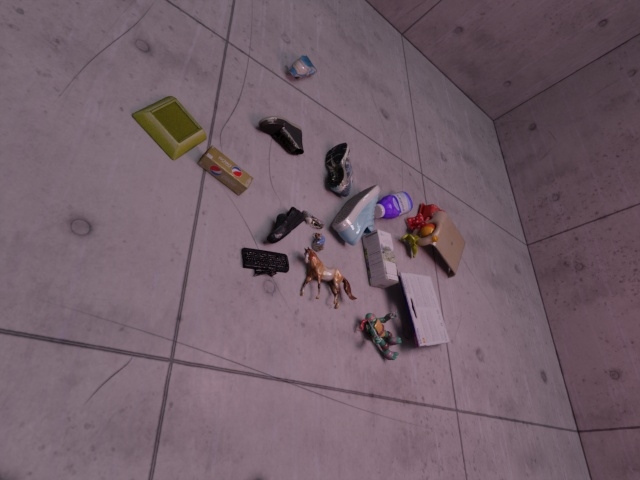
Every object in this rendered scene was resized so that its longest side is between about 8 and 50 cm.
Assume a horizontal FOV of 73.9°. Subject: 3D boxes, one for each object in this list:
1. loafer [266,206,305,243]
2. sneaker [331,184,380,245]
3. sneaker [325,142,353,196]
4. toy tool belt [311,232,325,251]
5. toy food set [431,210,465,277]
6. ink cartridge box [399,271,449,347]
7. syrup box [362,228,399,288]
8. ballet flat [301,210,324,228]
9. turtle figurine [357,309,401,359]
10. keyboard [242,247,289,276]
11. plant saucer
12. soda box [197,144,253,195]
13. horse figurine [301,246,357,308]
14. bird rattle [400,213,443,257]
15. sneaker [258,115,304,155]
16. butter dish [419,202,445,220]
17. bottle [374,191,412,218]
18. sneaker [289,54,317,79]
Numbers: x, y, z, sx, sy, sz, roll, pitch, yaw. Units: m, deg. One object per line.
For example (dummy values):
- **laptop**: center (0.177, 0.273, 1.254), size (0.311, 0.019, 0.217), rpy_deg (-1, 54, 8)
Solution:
- **loafer**: center (-0.136, -0.058, 1.552), size (0.078, 0.076, 0.223), rpy_deg (50, 37, -4)
- **sneaker**: center (0.180, -0.108, 1.868), size (0.150, 0.135, 0.366), rpy_deg (56, 49, -17)
- **sneaker**: center (0.094, -0.317, 1.928), size (0.122, 0.110, 0.282), rpy_deg (44, 43, -45)
- **toy tool belt**: center (0.000, 0.000, 1.668), size (0.052, 0.051, 0.083), rpy_deg (29, 49, -31)
- **toy food set**: center (0.656, 0.022, 2.259), size (0.306, 0.092, 0.219), rpy_deg (47, 56, -30)
- **ink cartridge box**: center (0.444, 0.310, 1.902), size (0.330, 0.072, 0.323), rpy_deg (12, 61, -50)
- **syrup box**: center (0.261, 0.079, 1.854), size (0.093, 0.096, 0.236), rpy_deg (16, 57, -42)
- **ballet flat**: center (-0.031, -0.078, 1.694), size (0.114, 0.041, 0.041), rpy_deg (30, 49, -29)
- **turtle figurine**: center (0.238, 0.349, 1.664), size (0.175, 0.118, 0.234), rpy_deg (-50, 122, -32)
- **keyboard**: center (-0.177, 0.076, 1.458), size (0.192, 0.038, 0.100), rpy_deg (10, 62, -41)
- **plant saucer**: center (-0.483, -0.385, 1.404), size (0.188, 0.045, 0.188), rpy_deg (49, 42, -13)
- **soda box**: center (-0.326, -0.239, 1.467), size (0.181, 0.061, 0.058), rpy_deg (39, 45, -23)
- **horse figurine**: center (0.024, 0.150, 1.599), size (0.263, 0.066, 0.174), rpy_deg (24, 58, -32)
- **bird rattle**: center (0.515, -0.036, 2.106), size (0.253, 0.207, 0.143), rpy_deg (-50, 117, -40)
- **sneaker**: center (-0.149, -0.426, 1.736), size (0.222, 0.083, 0.118), rpy_deg (4, 66, -45)
- **butter dish**: center (0.627, -0.131, 2.328), size (0.160, 0.118, 0.159), rpy_deg (43, 43, -19)
- **bottle**: center (0.348, -0.167, 2.084), size (0.283, 0.092, 0.118), rpy_deg (-19, 83, -49)
- **sneaker**: center (-0.084, -0.822, 2.032), size (0.087, 0.092, 0.228), rpy_deg (54, 22, -4)
